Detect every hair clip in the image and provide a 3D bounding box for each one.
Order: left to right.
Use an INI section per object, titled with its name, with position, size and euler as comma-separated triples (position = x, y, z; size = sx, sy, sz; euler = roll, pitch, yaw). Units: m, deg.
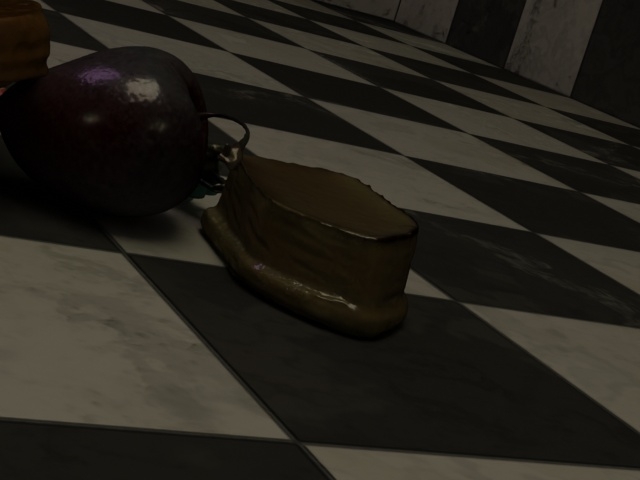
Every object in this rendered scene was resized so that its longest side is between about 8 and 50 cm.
[hair clip]
position = -0.110, -0.058, 1.025
size = 0.049, 0.049, 0.173
euler = 10, 8, -29

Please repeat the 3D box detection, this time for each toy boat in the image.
[toy boat]
position = 0.000, 0.000, 0.888
size = 0.116, 0.061, 0.188
euler = 12, 15, -24

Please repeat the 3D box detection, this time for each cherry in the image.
[cherry]
position = -0.134, -0.065, 0.881
size = 0.148, 0.115, 0.188
euler = 28, 16, -9

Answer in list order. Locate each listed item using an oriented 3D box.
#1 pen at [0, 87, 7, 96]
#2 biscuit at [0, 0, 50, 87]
[pen]
position = -0.341, -0.143, 1.118
size = 0.239, 0.028, 0.028
euler = 22, 14, 17
[biscuit]
position = -0.334, -0.130, 0.897
size = 0.312, 0.057, 0.351
euler = -11, 18, -38
